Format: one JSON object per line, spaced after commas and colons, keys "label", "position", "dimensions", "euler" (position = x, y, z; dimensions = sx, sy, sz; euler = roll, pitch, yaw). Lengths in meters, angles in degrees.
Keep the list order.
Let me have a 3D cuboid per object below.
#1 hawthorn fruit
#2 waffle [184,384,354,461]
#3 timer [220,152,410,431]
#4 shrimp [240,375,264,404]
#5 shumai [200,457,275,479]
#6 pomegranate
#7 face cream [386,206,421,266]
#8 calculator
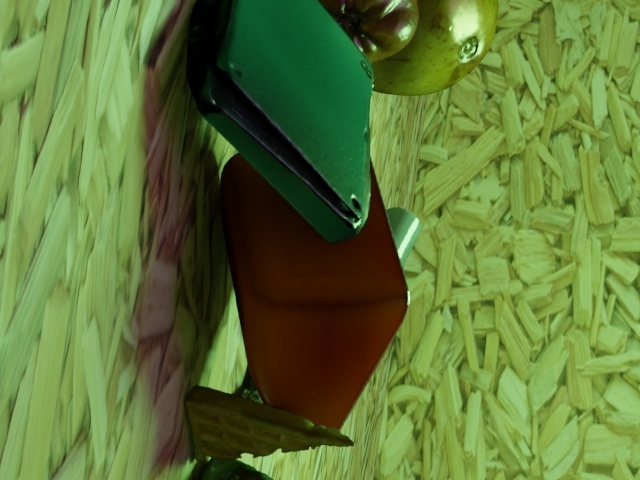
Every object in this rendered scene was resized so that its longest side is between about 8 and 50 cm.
{"label": "hawthorn fruit", "position": [0.034, -0.293, 1.735], "dimensions": [0.189, 0.189, 0.189], "euler": [6, 90, -81]}
{"label": "waffle", "position": [-0.050, 0.219, 1.489], "dimensions": [0.125, 0.191, 0.032], "euler": [88, 25, -44]}
{"label": "timer", "position": [-0.018, 0.055, 1.523], "dimensions": [0.250, 0.161, 0.257], "euler": [96, -15, -48]}
{"label": "shrimp", "position": [-0.079, 0.167, 1.725], "dimensions": [0.219, 0.046, 0.152], "euler": [-61, 157, -77]}
{"label": "shumai", "position": [-0.093, 0.414, 1.537], "dimensions": [0.263, 0.304, 0.309], "euler": [-44, 158, -17]}
{"label": "pomegranate", "position": [0.116, -0.330, 2.013], "dimensions": [0.264, 0.264, 0.264], "euler": [6, 90, -81]}
{"label": "face cream", "position": [0.072, 0.050, 1.887], "dimensions": [0.198, 0.057, 0.084], "euler": [-61, 172, -28]}
{"label": "calculator", "position": [-0.035, -0.157, 1.404], "dimensions": [0.248, 0.058, 0.274], "euler": [45, 33, -36]}
